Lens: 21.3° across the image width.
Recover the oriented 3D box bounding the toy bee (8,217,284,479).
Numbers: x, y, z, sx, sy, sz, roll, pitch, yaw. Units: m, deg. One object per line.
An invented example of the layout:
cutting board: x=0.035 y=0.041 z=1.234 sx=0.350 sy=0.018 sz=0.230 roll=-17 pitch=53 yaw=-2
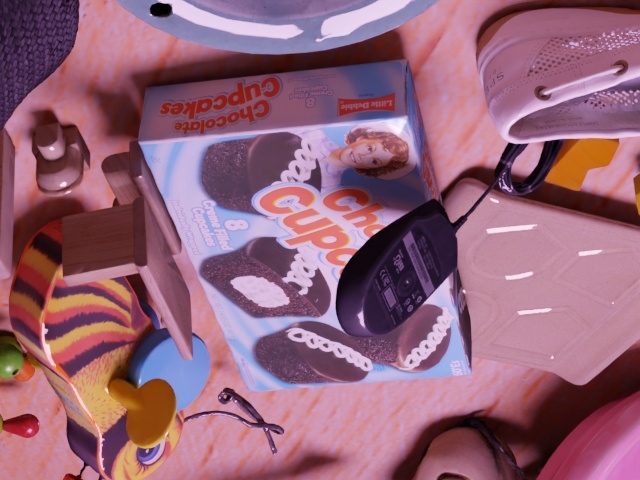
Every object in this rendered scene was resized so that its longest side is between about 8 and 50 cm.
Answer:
toy bee: x=-0.157 y=0.130 z=1.345 sx=0.298 sy=0.162 sz=0.195 roll=45 pitch=166 yaw=-21

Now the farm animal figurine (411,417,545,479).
farm animal figurine: x=0.082 y=0.294 z=1.644 sx=0.330 sy=0.172 sz=0.327 roll=13 pitch=126 yaw=-47

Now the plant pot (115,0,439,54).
plant pot: x=-0.024 y=-0.236 z=0.769 sx=0.271 sy=0.255 sz=0.272 roll=-3 pitch=146 yaw=-2

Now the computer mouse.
computer mouse: x=0.091 y=-0.025 z=1.173 sx=0.242 sy=0.041 sz=0.071 roll=-43 pitch=135 yaw=-22

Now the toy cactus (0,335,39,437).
toy cactus: x=-0.331 y=0.112 z=1.402 sx=0.180 sy=0.112 sz=0.219 roll=0 pitch=156 yaw=10

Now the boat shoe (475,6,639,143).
boat shoe: x=0.246 y=-0.102 z=1.137 sx=0.277 sy=0.096 sz=0.098 roll=-6 pitch=146 yaw=3

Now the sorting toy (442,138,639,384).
sorting toy: x=0.189 y=0.008 z=1.353 sx=0.229 sy=0.041 sz=0.307 roll=16 pitch=141 yaw=-21

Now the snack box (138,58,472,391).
snack box: x=0.000 y=0.000 z=1.264 sx=0.187 sy=0.060 sz=0.322 roll=-6 pitch=142 yaw=11

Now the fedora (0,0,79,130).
fedora: x=-0.228 y=-0.137 z=0.940 sx=0.152 sy=0.334 sz=0.334 roll=-26 pitch=153 yaw=-24

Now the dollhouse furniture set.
dollhouse furniture set: x=-0.180 y=0.006 z=1.205 sx=0.151 sy=0.144 sz=0.123 roll=-10 pitch=145 yaw=7

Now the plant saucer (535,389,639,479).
plant saucer: x=0.287 y=0.271 z=1.573 sx=0.084 sy=0.332 sz=0.332 roll=26 pitch=170 yaw=43
